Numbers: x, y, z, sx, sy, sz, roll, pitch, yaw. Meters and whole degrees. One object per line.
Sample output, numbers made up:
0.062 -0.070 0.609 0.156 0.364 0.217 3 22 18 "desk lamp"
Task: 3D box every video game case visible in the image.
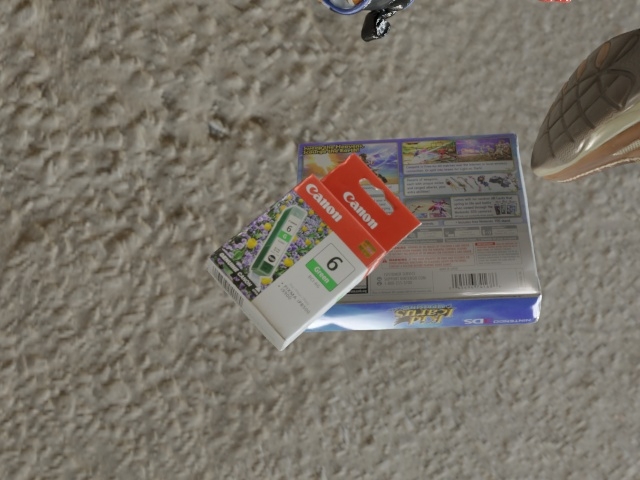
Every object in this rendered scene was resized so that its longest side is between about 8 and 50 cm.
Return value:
0.105 -0.013 1.110 0.269 0.244 0.061 -2 142 5 "video game case"

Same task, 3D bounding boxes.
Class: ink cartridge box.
0.000 0.000 0.533 0.115 0.029 0.063 -40 81 -19 "ink cartridge box"

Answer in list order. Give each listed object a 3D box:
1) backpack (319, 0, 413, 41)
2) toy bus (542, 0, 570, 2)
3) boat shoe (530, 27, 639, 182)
0.000 -0.354 0.834 0.213 0.263 0.277 -11 140 -55 "backpack"
0.269 -0.376 1.075 0.220 0.149 0.212 -4 113 -37 "toy bus"
0.291 -0.113 0.775 0.116 0.324 0.123 30 65 -12 "boat shoe"
